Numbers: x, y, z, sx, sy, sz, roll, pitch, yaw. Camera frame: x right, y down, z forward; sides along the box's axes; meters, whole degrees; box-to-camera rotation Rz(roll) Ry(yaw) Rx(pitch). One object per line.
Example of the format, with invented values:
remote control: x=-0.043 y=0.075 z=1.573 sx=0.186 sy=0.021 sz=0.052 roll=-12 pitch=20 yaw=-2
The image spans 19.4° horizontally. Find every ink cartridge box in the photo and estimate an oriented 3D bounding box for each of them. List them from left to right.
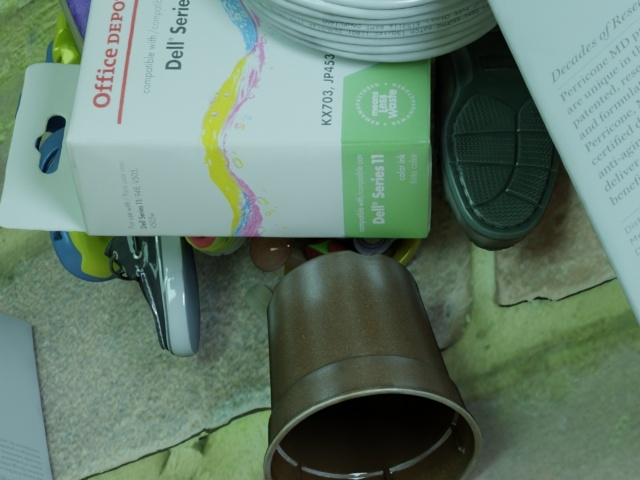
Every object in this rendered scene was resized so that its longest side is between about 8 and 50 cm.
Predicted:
ink cartridge box: x=-0.087 y=-0.115 z=1.525 sx=0.354 sy=0.119 sz=0.207 roll=0 pitch=50 yaw=3

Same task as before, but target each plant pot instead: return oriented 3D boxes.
plant pot: x=0.030 y=0.108 z=1.460 sx=0.167 sy=0.167 sz=0.165 roll=-39 pitch=39 yaw=27

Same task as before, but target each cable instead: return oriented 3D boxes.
cable: x=0.045 y=-0.247 z=1.498 sx=0.257 sy=0.089 sz=0.257 roll=12 pitch=49 yaw=13

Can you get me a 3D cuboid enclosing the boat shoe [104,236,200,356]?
boat shoe: x=-0.162 y=0.000 z=1.717 sx=0.076 sy=0.080 sz=0.228 roll=-12 pitch=79 yaw=6

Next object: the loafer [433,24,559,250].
loafer: x=0.134 y=-0.101 z=1.511 sx=0.084 sy=0.096 sz=0.267 roll=108 pitch=162 yaw=-58

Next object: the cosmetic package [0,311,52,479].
cosmetic package: x=-0.392 y=0.172 z=1.806 sx=0.138 sy=0.224 sz=0.224 roll=-38 pitch=48 yaw=27

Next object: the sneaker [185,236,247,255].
sneaker: x=-0.099 y=-0.086 z=1.672 sx=0.082 sy=0.094 sz=0.208 roll=-5 pitch=96 yaw=11

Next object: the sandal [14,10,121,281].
sandal: x=-0.235 y=-0.079 z=1.854 sx=0.138 sy=0.126 sz=0.317 roll=-43 pitch=38 yaw=33

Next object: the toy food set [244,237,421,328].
toy food set: x=0.000 y=0.000 z=1.596 sx=0.218 sy=0.071 sz=0.128 roll=-49 pitch=44 yaw=19

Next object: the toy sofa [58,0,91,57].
toy sofa: x=-0.190 y=-0.295 z=1.818 sx=0.177 sy=0.150 sz=0.362 roll=94 pitch=158 yaw=-44

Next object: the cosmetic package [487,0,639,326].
cosmetic package: x=0.262 y=-0.109 z=1.258 sx=0.161 sy=0.230 sz=0.453 roll=-41 pitch=46 yaw=26
